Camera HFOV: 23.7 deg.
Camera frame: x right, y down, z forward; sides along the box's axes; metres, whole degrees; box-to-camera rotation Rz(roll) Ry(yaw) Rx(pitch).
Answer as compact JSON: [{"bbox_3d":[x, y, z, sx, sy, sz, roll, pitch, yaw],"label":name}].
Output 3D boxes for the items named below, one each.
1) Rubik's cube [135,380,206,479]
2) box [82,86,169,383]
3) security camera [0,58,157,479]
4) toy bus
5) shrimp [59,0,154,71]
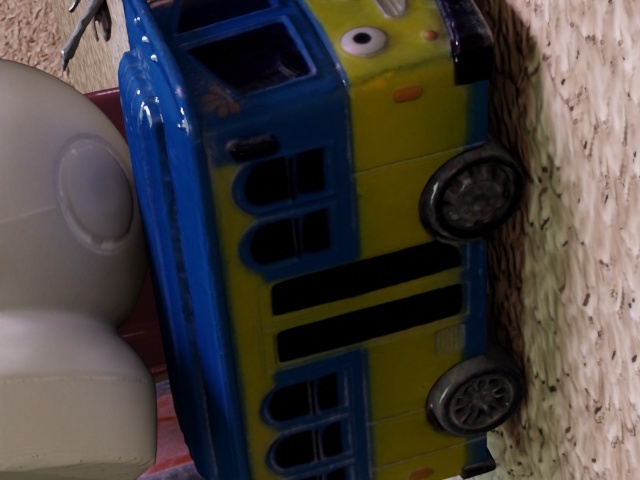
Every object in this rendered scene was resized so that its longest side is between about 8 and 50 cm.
[{"bbox_3d":[-0.123,0.197,1.256,0.305,0.303,0.301,-118,19,-51],"label":"Rubik's cube"},{"bbox_3d":[-0.110,-0.007,1.027,0.167,0.294,0.193,-31,74,65],"label":"box"},{"bbox_3d":[-0.187,0.018,0.809,0.194,0.194,0.236,122,141,-73],"label":"security camera"},{"bbox_3d":[0.000,0.000,0.784,0.138,0.175,0.288,-118,18,-49],"label":"toy bus"},{"bbox_3d":[-0.102,-0.179,1.008,0.372,0.172,0.137,2,100,61],"label":"shrimp"}]
